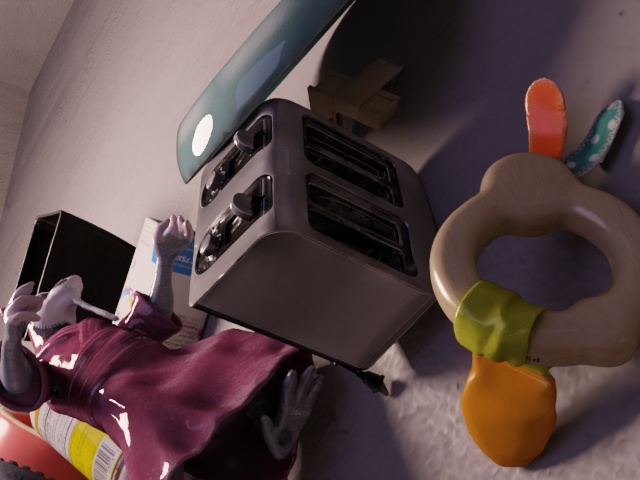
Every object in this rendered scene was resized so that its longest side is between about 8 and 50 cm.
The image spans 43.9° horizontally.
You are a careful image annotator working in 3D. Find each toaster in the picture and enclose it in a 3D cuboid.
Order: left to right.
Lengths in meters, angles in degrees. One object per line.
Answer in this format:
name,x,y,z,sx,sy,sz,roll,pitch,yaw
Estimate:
toaster,0.000,0.000,0.618,0.110,0.186,0.168,-48,29,33

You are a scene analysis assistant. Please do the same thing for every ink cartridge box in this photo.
ink cartridge box,-0.207,0.097,1.014,0.134,0.078,0.230,20,93,62

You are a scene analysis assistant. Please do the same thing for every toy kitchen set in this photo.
toy kitchen set,0.045,-0.123,0.754,0.083,0.075,0.068,28,59,30

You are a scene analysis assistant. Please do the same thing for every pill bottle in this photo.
pill bottle,-0.238,0.199,0.883,0.215,0.117,0.117,28,101,30

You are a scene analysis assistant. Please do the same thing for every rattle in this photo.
rattle,0.142,0.016,0.494,0.130,0.142,0.199,-13,41,22

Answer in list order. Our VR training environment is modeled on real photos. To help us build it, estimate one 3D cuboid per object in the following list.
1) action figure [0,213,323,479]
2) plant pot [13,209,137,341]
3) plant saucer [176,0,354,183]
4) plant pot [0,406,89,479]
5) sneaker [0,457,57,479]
action figure,-0.172,0.141,0.761,0.370,0.248,0.275,17,115,37
plant pot,-0.358,0.070,1.205,0.188,0.167,0.187,-3,72,61
plant saucer,-0.035,-0.184,0.749,0.317,0.044,0.317,-46,10,10
plant pot,-0.364,0.355,0.981,0.275,0.275,0.243,0,63,61
sneaker,-0.246,0.318,0.785,0.112,0.299,0.120,-59,-29,-49
